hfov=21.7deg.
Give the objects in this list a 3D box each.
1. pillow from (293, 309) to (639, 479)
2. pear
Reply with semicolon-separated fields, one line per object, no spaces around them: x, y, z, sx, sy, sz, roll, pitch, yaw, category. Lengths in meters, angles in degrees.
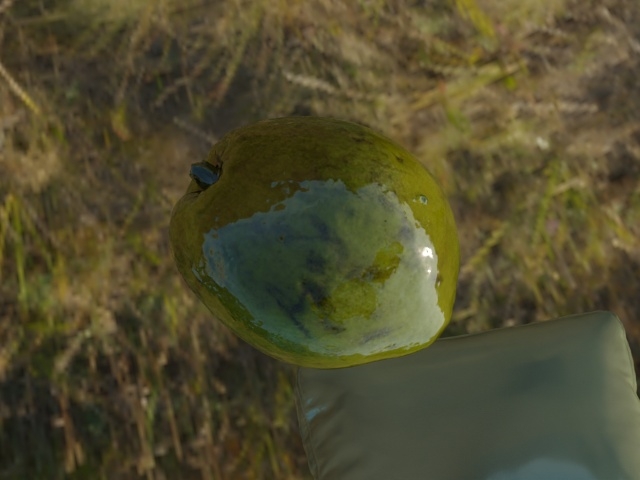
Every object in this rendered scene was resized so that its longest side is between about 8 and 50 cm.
0.151;0.200;1.529;0.322;0.255;0.120;-10;152;-5;pillow
0.000;0.000;0.714;0.131;0.107;0.107;31;119;-25;pear
